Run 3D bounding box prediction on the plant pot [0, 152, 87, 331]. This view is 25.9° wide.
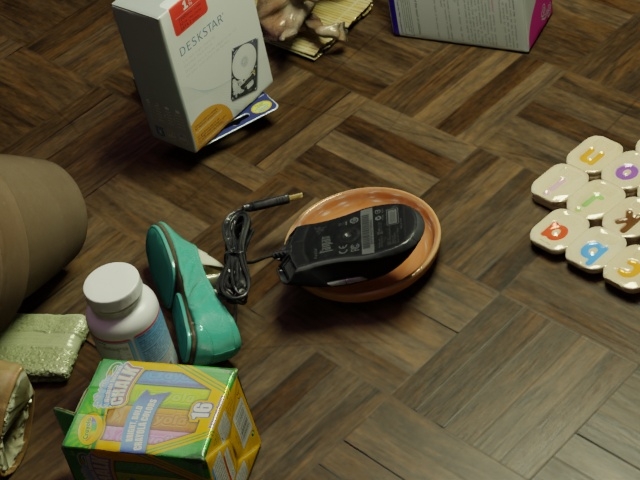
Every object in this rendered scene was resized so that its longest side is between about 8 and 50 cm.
[{"bbox_3d":[-0.420,-0.009,1.756,0.263,0.263,0.229,15,19,28],"label":"plant pot"}]

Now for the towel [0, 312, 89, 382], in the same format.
[{"bbox_3d":[-0.367,0.132,1.739,0.148,0.027,0.110,1,45,16],"label":"towel"}]

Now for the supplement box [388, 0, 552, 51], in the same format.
[{"bbox_3d":[0.222,-0.366,2.069,0.220,0.114,0.111,12,46,27],"label":"supplement box"}]

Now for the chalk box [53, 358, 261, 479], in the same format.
[{"bbox_3d":[-0.193,0.221,1.520,0.213,0.132,0.132,1,44,17],"label":"chalk box"}]

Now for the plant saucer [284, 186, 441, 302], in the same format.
[{"bbox_3d":[0.054,0.010,1.757,0.200,0.037,0.200,-8,42,7],"label":"plant saucer"}]

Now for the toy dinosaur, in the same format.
[{"bbox_3d":[-0.054,-0.385,2.132,0.200,0.127,0.295,-3,56,24],"label":"toy dinosaur"}]

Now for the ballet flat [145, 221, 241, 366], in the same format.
[{"bbox_3d":[-0.152,0.067,1.730,0.087,0.083,0.247,0,37,-22],"label":"ballet flat"}]

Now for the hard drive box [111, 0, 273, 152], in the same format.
[{"bbox_3d":[-0.172,-0.270,1.922,0.089,0.232,0.181,22,54,32],"label":"hard drive box"}]

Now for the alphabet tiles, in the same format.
[{"bbox_3d":[0.410,-0.042,1.735,0.278,0.021,0.284,-38,47,-26],"label":"alphabet tiles"}]

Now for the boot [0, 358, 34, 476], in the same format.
[{"bbox_3d":[-0.455,0.128,1.631,0.270,0.236,0.089,14,14,23],"label":"boot"}]

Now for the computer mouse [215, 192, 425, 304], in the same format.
[{"bbox_3d":[0.000,0.000,1.718,0.262,0.060,0.184,-16,38,6],"label":"computer mouse"}]

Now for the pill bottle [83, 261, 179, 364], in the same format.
[{"bbox_3d":[-0.224,0.105,1.632,0.087,0.160,0.087,-7,42,6],"label":"pill bottle"}]

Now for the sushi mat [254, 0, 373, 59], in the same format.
[{"bbox_3d":[-0.078,-0.373,2.222,0.316,0.019,0.151,25,55,35],"label":"sushi mat"}]

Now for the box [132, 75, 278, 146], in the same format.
[{"bbox_3d":[-0.168,-0.209,2.052,0.136,0.036,0.225,-28,44,-16],"label":"box"}]
